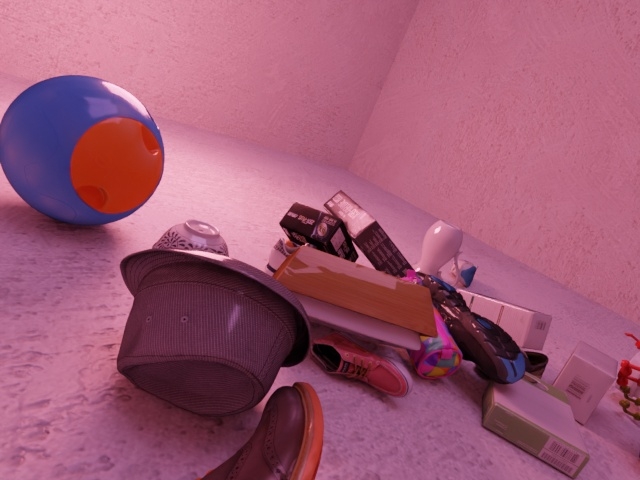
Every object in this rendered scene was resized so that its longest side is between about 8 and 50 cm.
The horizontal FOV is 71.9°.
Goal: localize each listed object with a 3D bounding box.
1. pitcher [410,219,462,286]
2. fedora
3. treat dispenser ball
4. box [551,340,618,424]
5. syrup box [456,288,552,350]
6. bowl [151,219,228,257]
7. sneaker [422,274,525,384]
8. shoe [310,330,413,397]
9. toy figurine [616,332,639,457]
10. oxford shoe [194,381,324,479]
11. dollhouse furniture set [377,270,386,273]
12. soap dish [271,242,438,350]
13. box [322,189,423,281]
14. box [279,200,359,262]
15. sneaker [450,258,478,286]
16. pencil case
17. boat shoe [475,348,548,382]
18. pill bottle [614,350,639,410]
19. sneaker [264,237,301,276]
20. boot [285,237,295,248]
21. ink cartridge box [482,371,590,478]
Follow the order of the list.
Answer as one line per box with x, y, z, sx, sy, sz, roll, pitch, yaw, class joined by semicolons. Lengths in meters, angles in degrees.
0.435;0.048;1.552;0.178;0.207;0.125;30;17;18;pitcher
-0.150;0.128;0.541;0.275;0.243;0.124;2;44;20;fedora
-0.459;-0.174;0.870;0.288;0.288;0.288;21;16;-6;treat dispenser ball
0.610;0.324;1.027;0.091;0.130;0.170;32;18;31;box
0.472;0.206;1.179;0.093;0.096;0.237;15;2;-34;syrup box
-0.263;0.006;0.944;0.170;0.080;0.170;22;16;-7;bowl
0.306;0.212;0.971;0.125;0.139;0.341;26;13;-24;sneaker
0.065;0.217;0.752;0.178;0.063;0.081;27;17;34;shoe
0.697;0.398;0.925;0.191;0.217;0.362;20;-34;43;toy figurine
-0.076;0.231;0.391;0.133;0.130;0.363;14;13;2;oxford shoe
0.133;0.135;1.018;0.081;0.114;0.091;33;15;17;dollhouse furniture set
0.045;0.108;0.829;0.291;0.118;0.229;19;-12;-9;soap dish
0.157;0.021;1.241;0.307;0.076;0.242;48;2;-32;box
0.000;0.000;1.115;0.147;0.077;0.180;24;-20;30;box
0.552;0.122;1.717;0.092;0.087;0.229;22;7;21;sneaker
0.209;0.174;0.933;0.104;0.104;0.236;16;32;-25;pencil case
0.455;0.286;1.039;0.224;0.073;0.080;13;18;-32;boat shoe
0.917;0.414;1.090;0.169;0.169;0.301;8;21;-43;pill bottle
-0.011;0.072;1.055;0.235;0.094;0.090;20;14;-17;sneaker
-0.026;0.022;1.268;0.152;0.073;0.197;12;19;-9;boot
0.409;0.330;0.867;0.171;0.056;0.235;27;15;14;ink cartridge box
